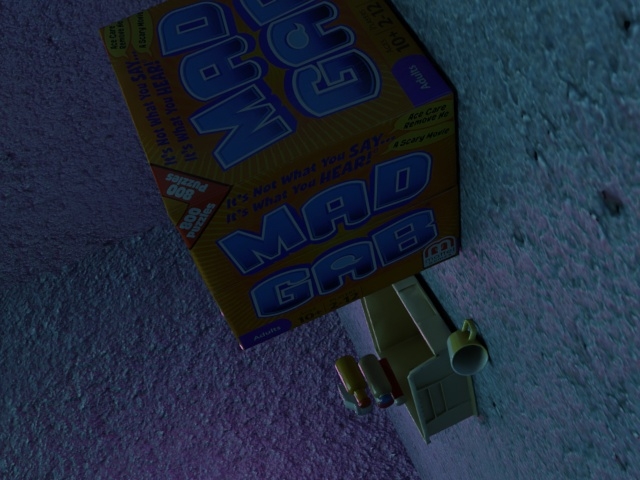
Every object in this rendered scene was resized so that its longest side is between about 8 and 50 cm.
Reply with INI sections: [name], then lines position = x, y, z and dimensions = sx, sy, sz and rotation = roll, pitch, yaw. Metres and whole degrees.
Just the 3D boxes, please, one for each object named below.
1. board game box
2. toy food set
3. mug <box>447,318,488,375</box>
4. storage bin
[board game box]
position = -0.045, -0.131, 1.129
dimensions = 0.356, 0.357, 0.356
rotation = 74, 171, -56
[toy food set]
position = 0.104, 0.309, 1.585
dimensions = 0.232, 0.111, 0.104
rotation = 78, 167, -55
[mug]
position = 0.243, 0.174, 1.314
dimensions = 0.062, 0.078, 0.064
rotation = 34, -163, -21
[storage bin]
position = 0.191, 0.216, 1.590
dimensions = 0.262, 0.123, 0.260
rotation = -118, 6, -46
